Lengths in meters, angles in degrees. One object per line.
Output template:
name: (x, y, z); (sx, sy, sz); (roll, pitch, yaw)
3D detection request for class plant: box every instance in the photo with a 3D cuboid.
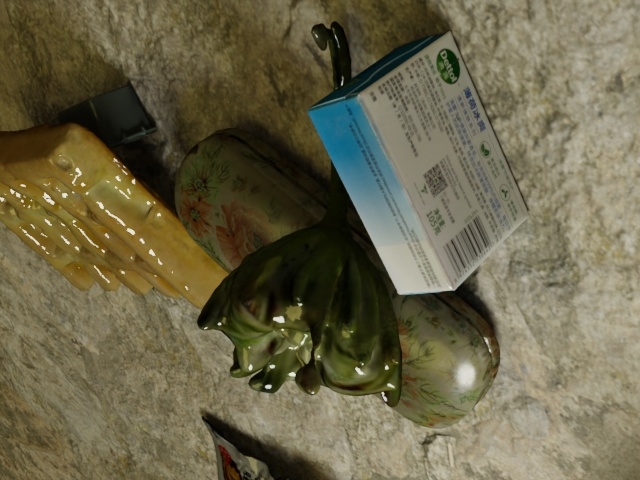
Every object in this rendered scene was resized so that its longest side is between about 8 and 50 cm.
plant: (0.033, 0.003, 0.957); (0.180, 0.333, 0.251); (19, 163, 22)

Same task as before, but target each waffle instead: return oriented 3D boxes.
waffle: (-0.316, -0.035, 1.300); (0.348, 0.077, 0.304); (3, 145, 46)

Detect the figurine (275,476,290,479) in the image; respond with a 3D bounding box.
figurine: (-0.036, 0.408, 1.504); (0.060, 0.047, 0.106); (-28, 91, 31)

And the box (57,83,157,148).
box: (-0.272, -0.147, 1.252); (0.122, 0.084, 0.069); (-10, 103, 48)

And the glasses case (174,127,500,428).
glasses case: (0.009, 0.039, 1.102); (0.425, 0.098, 0.156); (39, 134, 14)

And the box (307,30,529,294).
box: (0.093, -0.069, 0.896); (0.073, 0.139, 0.194); (-9, 114, 48)

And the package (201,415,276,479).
package: (-0.107, 0.375, 1.517); (0.239, 0.030, 0.154); (29, 136, 47)
